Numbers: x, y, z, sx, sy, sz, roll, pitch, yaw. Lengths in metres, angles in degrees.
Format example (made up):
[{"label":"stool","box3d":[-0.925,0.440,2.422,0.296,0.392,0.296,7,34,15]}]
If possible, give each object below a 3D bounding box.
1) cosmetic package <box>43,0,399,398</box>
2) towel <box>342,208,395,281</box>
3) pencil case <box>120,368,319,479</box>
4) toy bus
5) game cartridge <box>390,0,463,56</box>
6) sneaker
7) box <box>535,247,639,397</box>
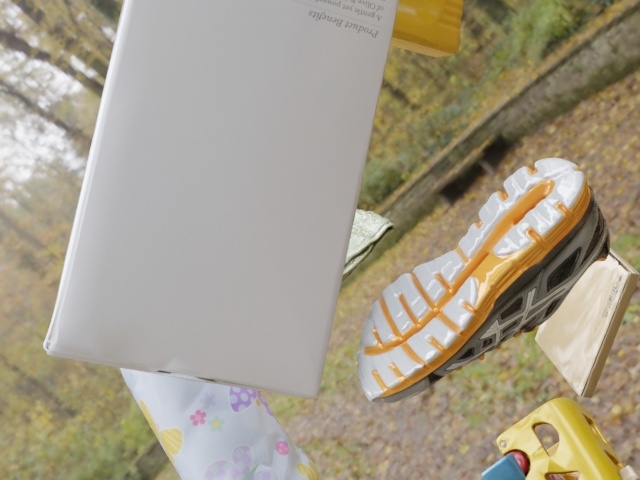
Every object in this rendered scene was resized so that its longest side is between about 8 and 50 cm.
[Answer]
[{"label":"cosmetic package","box3d":[-0.071,-0.081,0.685,0.155,0.197,0.365,-179,103,-76]},{"label":"towel","box3d":[0.000,0.000,0.946,0.110,0.027,0.148,-42,34,-24]},{"label":"pencil case","box3d":[-0.113,0.165,0.916,0.124,0.273,0.113,-30,-8,-25]},{"label":"toy bus","box3d":[0.259,0.249,0.858,0.104,0.202,0.191,-41,-1,15]},{"label":"game cartridge","box3d":[0.041,-0.371,0.895,0.053,0.285,0.323,4,88,58]},{"label":"sneaker","box3d":[0.115,0.043,0.624,0.215,0.083,0.084,-42,38,13]},{"label":"box","box3d":[0.383,0.100,1.311,0.164,0.021,0.201,-115,35,-63]}]
